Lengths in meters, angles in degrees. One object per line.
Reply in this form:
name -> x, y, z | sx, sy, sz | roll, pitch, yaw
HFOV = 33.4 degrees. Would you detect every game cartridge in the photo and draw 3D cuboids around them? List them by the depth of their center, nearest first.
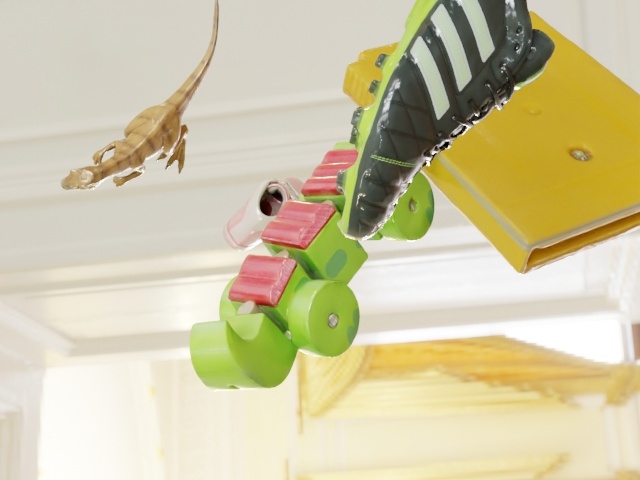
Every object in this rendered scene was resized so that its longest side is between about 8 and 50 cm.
game cartridge -> 0.217, -0.120, 1.129 | 0.324, 0.285, 0.053 | 50, 145, 36

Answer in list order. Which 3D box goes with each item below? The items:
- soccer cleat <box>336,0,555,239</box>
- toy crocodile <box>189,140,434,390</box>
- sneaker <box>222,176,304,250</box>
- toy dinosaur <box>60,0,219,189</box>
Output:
soccer cleat -> 0.063, -0.076, 0.496 | 0.060, 0.072, 0.179 | 19, -84, -87
toy crocodile -> 0.000, 0.000, 0.936 | 0.341, 0.115, 0.105 | -54, -52, -29
sneaker -> -0.040, -0.040, 1.100 | 0.051, 0.070, 0.134 | 49, -138, 2
toy dinosaur -> -0.140, -0.106, 0.956 | 0.211, 0.064, 0.112 | -52, -1, -18
